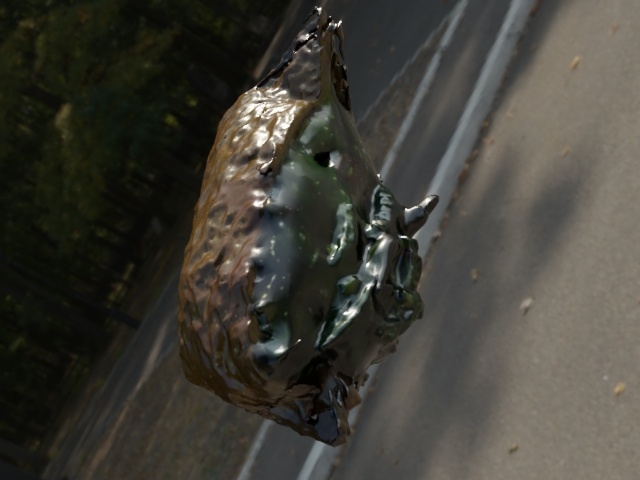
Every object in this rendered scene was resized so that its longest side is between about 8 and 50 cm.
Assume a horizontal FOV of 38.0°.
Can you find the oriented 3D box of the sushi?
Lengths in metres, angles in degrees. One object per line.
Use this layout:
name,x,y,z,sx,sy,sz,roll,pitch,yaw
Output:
sushi,-0.001,0.000,0.602,0.140,0.149,0.287,-19,48,40
